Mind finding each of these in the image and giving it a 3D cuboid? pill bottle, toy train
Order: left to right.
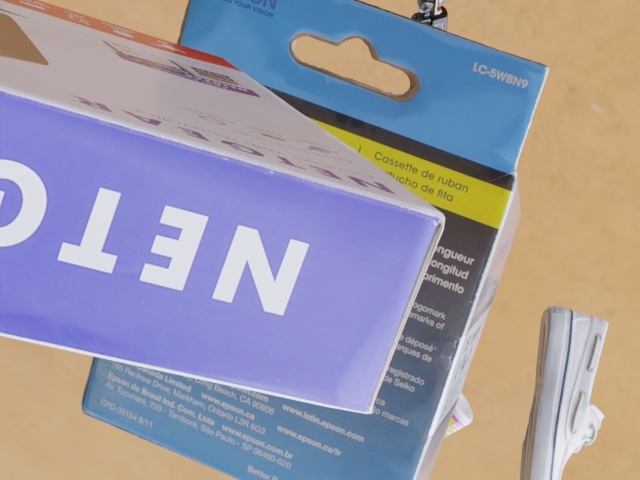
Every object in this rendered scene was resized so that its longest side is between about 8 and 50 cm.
[{"bbox_3d":[0.108,0.182,1.435,0.083,0.043,0.043,-32,-173,19],"label":"pill bottle"},{"bbox_3d":[0.102,-0.226,1.268,0.036,0.027,0.158,-15,147,-9],"label":"toy train"}]

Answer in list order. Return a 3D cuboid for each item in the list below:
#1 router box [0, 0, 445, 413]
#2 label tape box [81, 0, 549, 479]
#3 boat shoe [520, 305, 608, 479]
[{"bbox_3d":[-0.160,-0.056,0.580,0.301,0.335,0.082,42,-66,63],"label":"router box"},{"bbox_3d":[0.000,0.000,0.955,0.106,0.240,0.334,-30,140,-68],"label":"label tape box"},{"bbox_3d":[0.258,0.182,1.485,0.083,0.075,0.226,88,10,-85],"label":"boat shoe"}]
